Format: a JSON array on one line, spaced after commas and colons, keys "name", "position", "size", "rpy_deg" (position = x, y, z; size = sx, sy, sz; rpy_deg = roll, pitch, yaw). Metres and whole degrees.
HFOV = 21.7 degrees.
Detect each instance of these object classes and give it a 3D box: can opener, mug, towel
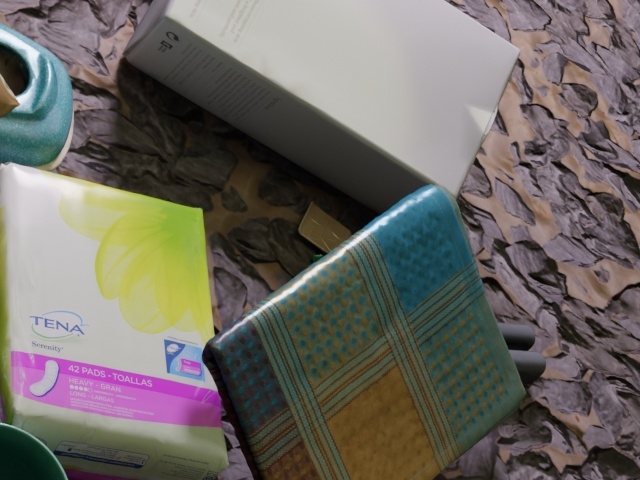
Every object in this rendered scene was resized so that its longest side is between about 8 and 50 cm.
[{"name": "can opener", "position": [0.138, 0.110, 1.818], "size": [0.280, 0.093, 0.074], "rpy_deg": [11, 50, -37]}, {"name": "mug", "position": [-0.292, 0.234, 1.376], "size": [0.129, 0.097, 0.157], "rpy_deg": [51, 43, 7]}, {"name": "towel", "position": [0.052, 0.133, 1.658], "size": [0.370, 0.040, 0.271], "rpy_deg": [-34, 110, -41]}]

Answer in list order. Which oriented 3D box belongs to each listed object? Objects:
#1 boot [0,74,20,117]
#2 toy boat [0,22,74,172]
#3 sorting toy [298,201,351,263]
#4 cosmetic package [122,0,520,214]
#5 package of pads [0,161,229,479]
[{"name": "boot", "position": [-0.373, -0.052, 1.465], "size": [0.269, 0.089, 0.236], "rpy_deg": [-42, 85, -20]}, {"name": "toy boat", "position": [-0.359, -0.213, 1.646], "size": [0.267, 0.148, 0.318], "rpy_deg": [17, 49, -26]}, {"name": "sorting toy", "position": [0.000, 0.000, 1.851], "size": [0.062, 0.012, 0.083], "rpy_deg": [40, 38, -12]}, {"name": "cosmetic package", "position": [0.007, -0.206, 1.872], "size": [0.385, 0.156, 0.217], "rpy_deg": [33, 67, -14]}, {"name": "package of pads", "position": [-0.215, 0.082, 1.555], "size": [0.229, 0.101, 0.297], "rpy_deg": [15, 49, -30]}]
